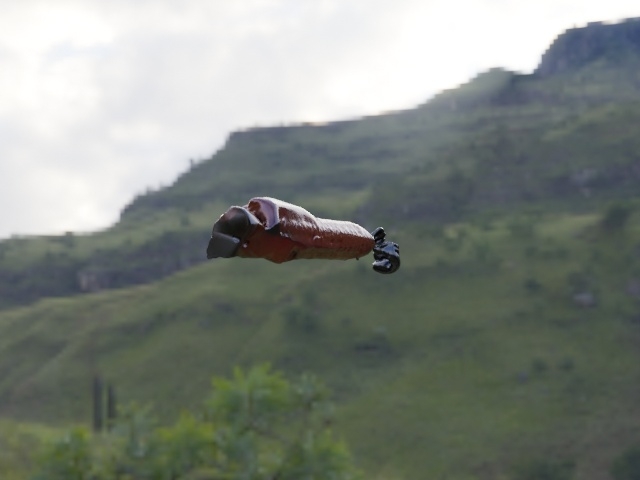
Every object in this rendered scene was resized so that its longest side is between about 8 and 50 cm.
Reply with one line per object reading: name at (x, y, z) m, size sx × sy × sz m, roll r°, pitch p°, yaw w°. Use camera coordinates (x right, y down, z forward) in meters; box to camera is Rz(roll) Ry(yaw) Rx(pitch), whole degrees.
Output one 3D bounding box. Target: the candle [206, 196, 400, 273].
candle at (0.001, -0.001, 0.620) m, size 0.021 × 0.026 × 0.167 m, roll 5°, pitch -1°, yaw 24°
